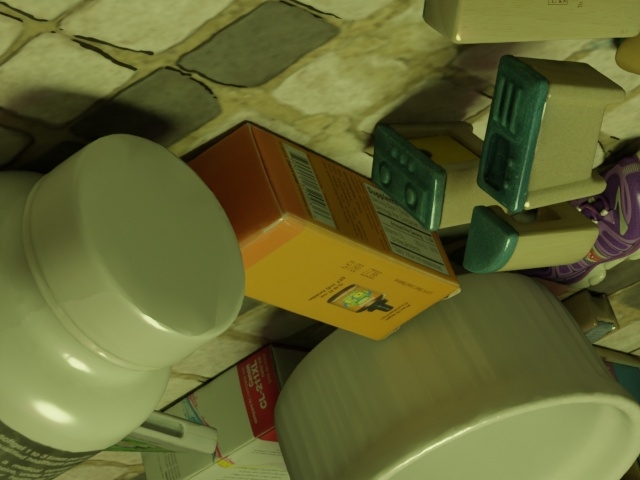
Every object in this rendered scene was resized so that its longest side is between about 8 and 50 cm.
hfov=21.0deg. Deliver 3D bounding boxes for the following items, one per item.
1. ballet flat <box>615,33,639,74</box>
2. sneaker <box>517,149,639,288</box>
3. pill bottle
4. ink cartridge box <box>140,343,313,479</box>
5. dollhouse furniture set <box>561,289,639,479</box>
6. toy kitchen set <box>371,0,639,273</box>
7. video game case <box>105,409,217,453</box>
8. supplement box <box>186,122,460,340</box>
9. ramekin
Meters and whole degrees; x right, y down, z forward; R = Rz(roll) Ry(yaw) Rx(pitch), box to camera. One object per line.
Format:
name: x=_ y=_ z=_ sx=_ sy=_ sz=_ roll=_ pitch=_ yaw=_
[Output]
ballet flat: x=0.300 y=-0.129 z=1.062 sx=0.232 sy=0.073 sz=0.080 roll=-18 pitch=156 yaw=4
sneaker: x=0.196 y=-0.008 z=1.275 sx=0.071 sy=0.068 sz=0.170 roll=1 pitch=153 yaw=-22
pill bottle: x=-0.202 y=0.066 z=1.041 sx=0.318 sy=0.176 sz=0.176 roll=-31 pitch=152 yaw=32
ink cartridge box: x=-0.053 y=0.162 z=1.477 sx=0.175 sy=0.072 sz=0.127 roll=-33 pitch=151 yaw=33
dollhouse furniture set: x=0.350 y=0.135 z=1.524 sx=0.303 sy=0.198 sz=0.286 roll=-31 pitch=153 yaw=29
toy kitchen set: x=0.082 y=-0.096 z=1.013 sx=0.122 sy=0.166 sz=0.207 roll=-5 pitch=117 yaw=-26
video game case: x=-0.214 y=0.132 z=1.273 sx=0.212 sy=0.023 sz=0.193 roll=-1 pitch=165 yaw=27
supplement box: x=0.000 y=0.000 z=1.144 sx=0.078 sy=0.080 sz=0.233 roll=-33 pitch=150 yaw=21
ramekin: x=0.098 y=0.146 z=1.330 sx=0.277 sy=0.135 sz=0.277 roll=-19 pitch=149 yaw=-12
